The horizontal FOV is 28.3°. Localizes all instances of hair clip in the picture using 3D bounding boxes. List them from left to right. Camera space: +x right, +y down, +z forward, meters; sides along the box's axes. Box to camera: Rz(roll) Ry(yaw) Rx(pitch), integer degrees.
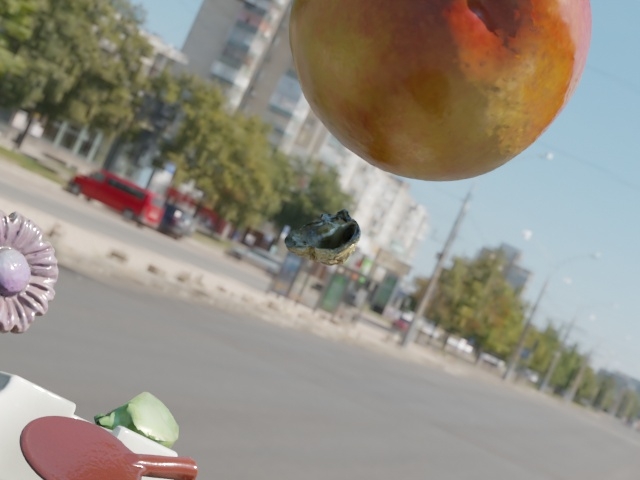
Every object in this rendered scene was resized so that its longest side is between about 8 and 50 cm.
[{"bbox_3d":[-0.480,-0.012,1.760,0.300,0.173,0.069,50,-47,-8],"label":"hair clip"}]

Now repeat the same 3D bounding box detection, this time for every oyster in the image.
[{"bbox_3d":[0.000,0.000,1.241,0.083,0.038,0.081,-3,36,-16],"label":"oyster"}]

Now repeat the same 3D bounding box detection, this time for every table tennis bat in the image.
[{"bbox_3d":[-0.165,0.173,0.998,0.154,0.019,0.098,15,24,-37],"label":"table tennis bat"}]

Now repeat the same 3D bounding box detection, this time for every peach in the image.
[{"bbox_3d":[0.113,-0.207,1.184,0.307,0.308,0.332,24,-5,-7],"label":"peach"}]

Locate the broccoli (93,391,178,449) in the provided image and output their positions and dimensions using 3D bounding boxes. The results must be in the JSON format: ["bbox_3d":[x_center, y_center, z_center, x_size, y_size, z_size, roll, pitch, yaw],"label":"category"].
[{"bbox_3d":[-0.280,0.289,1.479,0.270,0.270,0.270,45,16,-16],"label":"broccoli"}]

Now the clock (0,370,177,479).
[{"bbox_3d":[-0.271,0.195,1.191,0.262,0.116,0.231,34,-12,-30],"label":"clock"}]
